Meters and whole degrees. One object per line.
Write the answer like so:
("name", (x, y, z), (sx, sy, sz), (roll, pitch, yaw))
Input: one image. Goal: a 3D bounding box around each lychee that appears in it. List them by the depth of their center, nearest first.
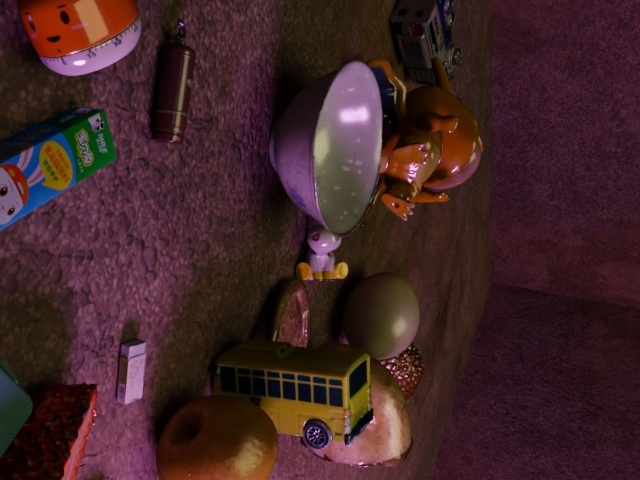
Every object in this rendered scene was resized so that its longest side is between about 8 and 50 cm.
("lychee", (0.183, 0.346, 1.784), (0.238, 0.200, 0.200), (38, 62, -40))

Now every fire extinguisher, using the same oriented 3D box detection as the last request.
("fire extinguisher", (-0.194, -0.209, 0.896), (0.078, 0.045, 0.157), (-141, -122, -85))

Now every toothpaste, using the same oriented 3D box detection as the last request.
("toothpaste", (-0.313, -0.060, 0.666), (0.267, 0.050, 0.065), (-50, 140, -50))

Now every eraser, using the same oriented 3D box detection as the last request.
("eraser", (-0.260, 0.180, 0.919), (0.038, 0.019, 0.083), (-7, 105, -64))

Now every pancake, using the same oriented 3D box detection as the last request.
("pancake", (-0.065, 0.195, 1.340), (0.250, 0.031, 0.250), (9, 90, -74))

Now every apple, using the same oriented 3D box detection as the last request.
("apple", (-0.160, 0.321, 1.015), (0.155, 0.182, 0.182), (51, 49, -30))

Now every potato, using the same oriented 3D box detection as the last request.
("potato", (0.060, 0.333, 1.419), (0.242, 0.285, 0.243), (-7, 105, -28))

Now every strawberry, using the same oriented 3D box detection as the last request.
("strawberry", (-0.324, 0.291, 0.716), (0.188, 0.106, 0.286), (116, -17, -55))

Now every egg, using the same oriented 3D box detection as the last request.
("egg", (0.153, 0.180, 1.650), (0.254, 0.188, 0.189), (-60, 150, -50))

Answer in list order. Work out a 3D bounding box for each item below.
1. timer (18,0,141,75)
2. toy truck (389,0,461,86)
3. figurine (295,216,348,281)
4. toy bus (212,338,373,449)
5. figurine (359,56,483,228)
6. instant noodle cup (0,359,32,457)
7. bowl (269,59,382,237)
("timer", (-0.247, -0.244, 0.682), (0.136, 0.099, 0.136), (5, 90, -78))
("toy truck", (0.274, -0.515, 1.742), (0.155, 0.124, 0.268), (-62, 149, -22))
("figurine", (0.000, 0.001, 1.379), (0.130, 0.109, 0.178), (-93, 180, -64))
("toy bus", (-0.052, 0.251, 1.134), (0.128, 0.262, 0.150), (-20, 110, -65))
("figurine", (0.224, -0.251, 1.556), (0.387, 0.268, 0.401), (-47, 135, -48))
("instant noodle cup", (-0.358, 0.179, 0.638), (0.157, 0.070, 0.179), (75, 32, -47))
("bowl", (-0.005, -0.168, 1.207), (0.313, 0.146, 0.313), (8, 90, -67))
